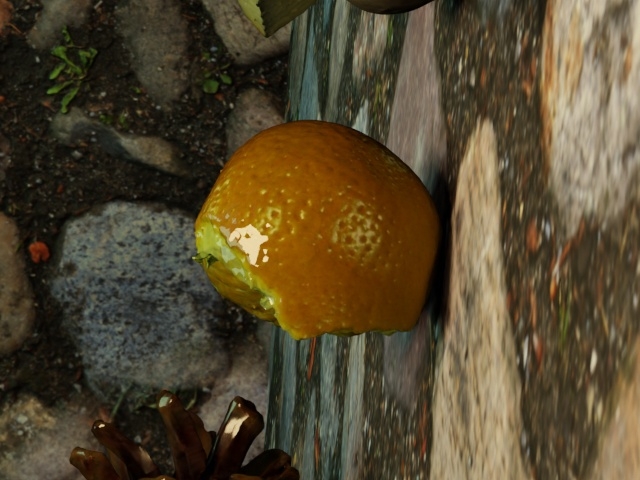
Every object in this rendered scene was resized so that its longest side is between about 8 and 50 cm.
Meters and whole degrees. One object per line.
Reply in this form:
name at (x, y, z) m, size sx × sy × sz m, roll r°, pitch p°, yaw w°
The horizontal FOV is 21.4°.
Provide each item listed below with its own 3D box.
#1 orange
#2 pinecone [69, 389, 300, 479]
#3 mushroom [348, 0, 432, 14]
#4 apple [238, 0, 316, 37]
orange at (0.003, -0.005, 1.258) m, size 0.158 × 0.179 × 0.237 m, roll -63°, pitch 0°, yaw -3°
pinecone at (-0.142, 0.319, 1.607) m, size 0.384 × 0.385 × 0.384 m, roll -174°, pitch 90°, yaw -85°
mushroom at (0.048, -0.227, 1.265) m, size 0.188 × 0.141 × 0.117 m, roll -90°, pitch -16°, yaw -83°
apple at (-0.029, -0.316, 1.393) m, size 0.346 × 0.254 × 0.179 m, roll 79°, pitch -151°, yaw -67°
